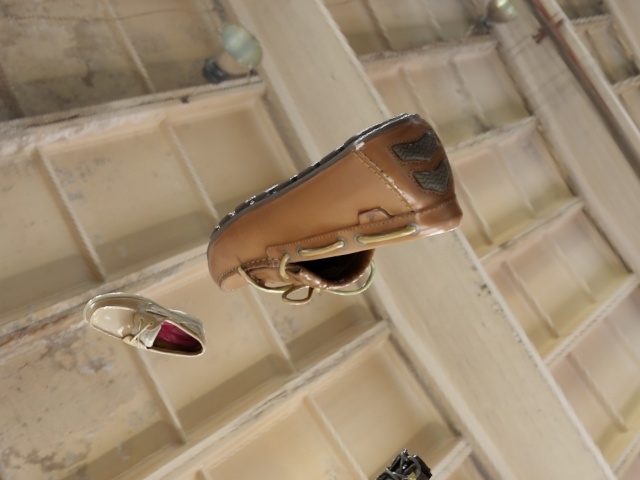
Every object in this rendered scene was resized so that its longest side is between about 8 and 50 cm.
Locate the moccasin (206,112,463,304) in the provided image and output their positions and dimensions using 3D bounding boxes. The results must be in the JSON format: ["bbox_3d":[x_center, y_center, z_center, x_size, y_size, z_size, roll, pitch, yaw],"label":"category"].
[{"bbox_3d":[0.002,-0.001,0.861,0.139,0.380,0.146,-28,-89,-44],"label":"moccasin"}]

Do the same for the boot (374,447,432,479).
[{"bbox_3d":[0.017,0.297,0.815,0.229,0.091,0.263,-45,-59,-8],"label":"boot"}]

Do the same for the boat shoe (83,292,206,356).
[{"bbox_3d":[-0.225,0.115,1.074,0.170,0.063,0.059,16,-161,-29],"label":"boat shoe"}]
